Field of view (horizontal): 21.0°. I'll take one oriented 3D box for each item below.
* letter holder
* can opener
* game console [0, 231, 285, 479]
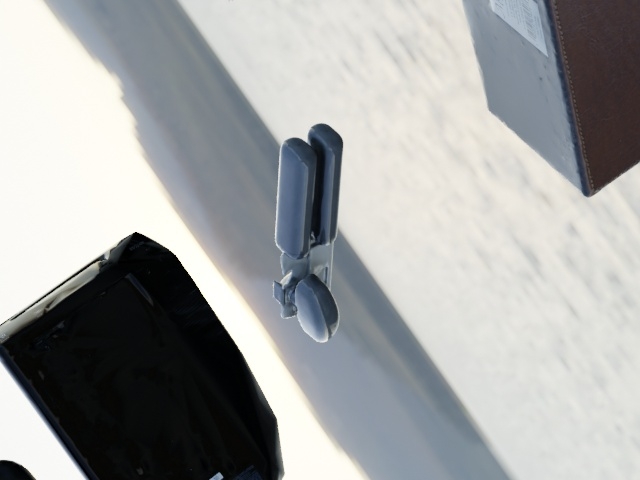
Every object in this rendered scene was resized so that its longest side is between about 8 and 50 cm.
[{"bbox_3d":[0.239,-0.227,1.423,0.152,0.214,0.302,48,165,41],"label":"letter holder"},{"bbox_3d":[0.000,0.000,1.945,0.095,0.076,0.283,44,148,30],"label":"can opener"},{"bbox_3d":[-0.202,0.173,1.146,0.213,0.361,0.044,59,168,-23],"label":"game console"}]
